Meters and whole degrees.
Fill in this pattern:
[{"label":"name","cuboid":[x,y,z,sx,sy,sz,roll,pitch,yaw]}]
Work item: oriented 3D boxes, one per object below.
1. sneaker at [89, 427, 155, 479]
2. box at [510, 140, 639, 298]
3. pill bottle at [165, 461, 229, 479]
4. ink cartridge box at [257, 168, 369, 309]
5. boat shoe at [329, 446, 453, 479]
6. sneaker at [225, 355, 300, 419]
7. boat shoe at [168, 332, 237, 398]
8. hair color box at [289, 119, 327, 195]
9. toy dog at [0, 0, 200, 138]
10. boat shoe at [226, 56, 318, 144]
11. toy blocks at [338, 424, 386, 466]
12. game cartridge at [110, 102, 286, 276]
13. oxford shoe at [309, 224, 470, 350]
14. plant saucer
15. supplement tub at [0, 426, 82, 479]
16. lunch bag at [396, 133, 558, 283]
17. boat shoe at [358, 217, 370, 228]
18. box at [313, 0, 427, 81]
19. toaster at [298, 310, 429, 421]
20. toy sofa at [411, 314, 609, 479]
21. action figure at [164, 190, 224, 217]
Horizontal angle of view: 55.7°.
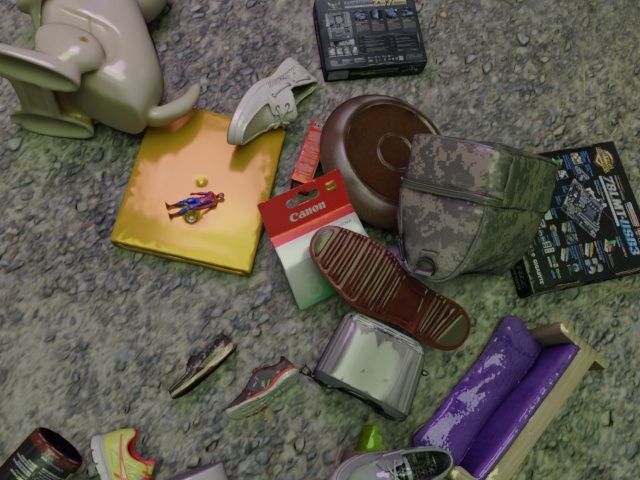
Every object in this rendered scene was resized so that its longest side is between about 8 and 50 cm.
[{"label":"sneaker","cuboid":[-0.330,0.428,1.066,0.094,0.081,0.208,-22,78,-14]},{"label":"box","cuboid":[0.529,-0.049,1.294,0.293,0.073,0.296,-11,76,-10]},{"label":"pill bottle","cuboid":[-0.185,0.533,1.011,0.161,0.161,0.283,-18,78,-11]},{"label":"ink cartridge box","cuboid":[0.000,0.000,1.172,0.181,0.056,0.225,-25,118,-12]},{"label":"boat shoe","cuboid":[0.121,0.375,0.984,0.227,0.081,0.079,-1,65,-34]},{"label":"sneaker","cuboid":[-0.116,0.278,1.153,0.158,0.061,0.065,-31,53,-14]},{"label":"boat shoe","cuboid":[-0.229,0.236,1.146,0.152,0.056,0.049,-39,77,-24]},{"label":"hair color box","cuboid":[-0.022,-0.172,1.268,0.043,0.072,0.141,19,73,-1]},{"label":"toy dog","cuboid":[-0.423,-0.437,1.190,0.395,0.284,0.408,7,71,-1]},{"label":"boat shoe","cuboid":[-0.090,-0.278,1.242,0.096,0.098,0.277,31,55,6]},{"label":"toy blocks","cuboid":[0.120,0.553,1.045,0.261,0.191,0.381,28,66,-10]},{"label":"game cartridge","cuboid":[-0.242,-0.110,1.242,0.285,0.053,0.324,14,71,-2]},{"label":"oxford shoe","cuboid":[0.118,0.093,1.162,0.348,0.130,0.123,38,87,-9]},{"label":"plant saucer","cuboid":[0.149,-0.175,1.259,0.310,0.050,0.311,7,70,-19]},{"label":"supplement tub","cuboid":[-0.514,0.427,1.034,0.106,0.106,0.198,39,75,5]},{"label":"lunch bag","cuboid":[0.283,-0.051,1.136,0.212,0.305,0.256,15,99,37]},{"label":"boat shoe","cuboid":[0.028,-0.032,1.245,0.178,0.064,0.060,-29,44,-17]},{"label":"box","cuboid":[0.109,-0.461,1.366,0.232,0.059,0.183,-7,76,-7]},{"label":"toaster","cuboid":[0.087,0.232,1.139,0.227,0.129,0.146,26,73,4]},{"label":"toy sofa","cuboid":[0.348,0.307,1.137,0.177,0.150,0.362,42,75,5]},{"label":"action figure","cuboid":[-0.245,-0.075,1.191,0.115,0.030,0.038,-17,71,-13]}]
